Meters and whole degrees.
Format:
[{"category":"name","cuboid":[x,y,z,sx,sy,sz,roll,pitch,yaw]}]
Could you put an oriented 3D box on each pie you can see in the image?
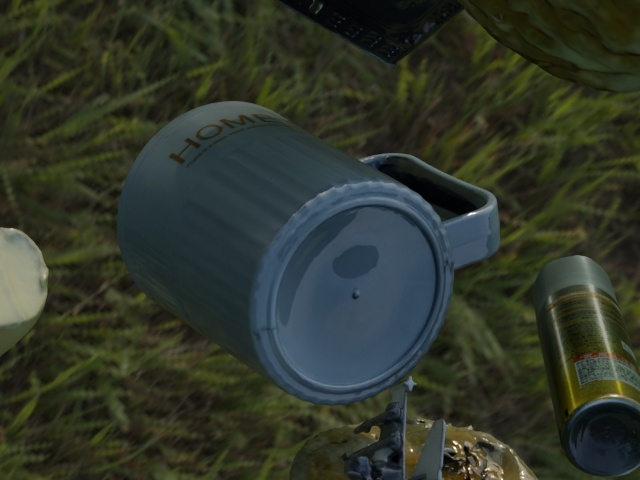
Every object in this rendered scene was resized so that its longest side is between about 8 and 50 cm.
[{"category":"pie","cuboid":[0.119,0.301,1.779,0.339,0.077,0.339,16,32,-10]}]

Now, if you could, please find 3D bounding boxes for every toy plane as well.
[{"category":"toy plane","cuboid":[0.027,0.168,1.025,0.082,0.234,0.160,12,69,-30]}]

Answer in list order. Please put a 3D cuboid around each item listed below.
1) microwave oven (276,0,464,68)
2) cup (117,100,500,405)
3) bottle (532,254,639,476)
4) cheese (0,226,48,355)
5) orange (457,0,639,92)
[{"category":"microwave oven","cuboid":[0.096,-0.347,1.742,0.237,0.295,0.181,27,39,-35]},{"category":"cup","cuboid":[-0.009,0.019,1.839,0.331,0.311,0.256,13,100,-33]},{"category":"bottle","cuboid":[0.244,0.106,1.552,0.082,0.082,0.286,26,23,-10]},{"category":"cheese","cuboid":[-0.192,0.050,0.775,0.127,0.255,0.050,-18,79,-18]},{"category":"orange","cuboid":[0.193,-0.224,0.912,0.210,0.369,0.270,18,71,-54]}]
